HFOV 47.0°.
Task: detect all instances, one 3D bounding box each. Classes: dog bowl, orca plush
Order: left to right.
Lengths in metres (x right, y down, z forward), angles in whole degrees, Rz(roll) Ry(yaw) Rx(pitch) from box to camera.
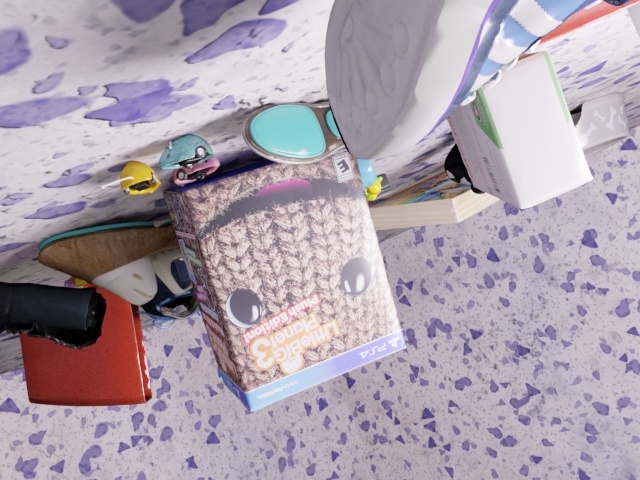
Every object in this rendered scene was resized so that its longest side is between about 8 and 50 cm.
[{"bbox_3d":[0.293,-0.170,1.371,0.102,0.151,0.287,18,180,-16],"label":"orca plush"},{"bbox_3d":[0.597,-0.243,1.831,0.349,0.102,0.349,-21,174,-2],"label":"dog bowl"}]

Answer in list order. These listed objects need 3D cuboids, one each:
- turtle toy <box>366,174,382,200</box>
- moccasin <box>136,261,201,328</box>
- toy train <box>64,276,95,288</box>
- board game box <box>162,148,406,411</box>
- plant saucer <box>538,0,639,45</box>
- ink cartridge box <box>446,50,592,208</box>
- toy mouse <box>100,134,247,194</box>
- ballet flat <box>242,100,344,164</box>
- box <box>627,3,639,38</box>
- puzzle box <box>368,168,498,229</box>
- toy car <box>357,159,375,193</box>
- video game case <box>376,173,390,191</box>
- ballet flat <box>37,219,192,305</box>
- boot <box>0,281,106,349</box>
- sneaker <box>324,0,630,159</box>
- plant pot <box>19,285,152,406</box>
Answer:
[{"bbox_3d":[0.052,-0.096,1.353,0.130,0.066,0.095,-20,175,-5],"label":"turtle toy"},{"bbox_3d":[-0.321,0.125,1.589,0.138,0.117,0.342,-28,170,-23],"label":"moccasin"},{"bbox_3d":[-0.371,0.047,1.269,0.166,0.046,0.125,-20,176,20],"label":"toy train"},{"bbox_3d":[-0.048,0.038,0.988,0.232,0.291,0.141,-20,-169,-19],"label":"board game box"},{"bbox_3d":[0.233,-0.248,0.681,0.259,0.048,0.258,-23,174,6],"label":"plant saucer"},{"bbox_3d":[0.223,-0.137,0.888,0.093,0.154,0.212,-24,-169,0],"label":"ink cartridge box"},{"bbox_3d":[-0.153,-0.090,0.824,0.143,0.031,0.161,-22,175,7],"label":"toy mouse"},{"bbox_3d":[-0.009,-0.123,0.850,0.213,0.072,0.068,-18,178,-37],"label":"ballet flat"},{"bbox_3d":[0.422,-0.274,0.849,0.087,0.101,0.102,-21,174,-2],"label":"box"},{"bbox_3d":[0.294,-0.111,1.641,0.272,0.052,0.409,-6,-166,44],"label":"puzzle box"},{"bbox_3d":[0.000,0.000,1.197,0.219,0.238,0.210,-20,174,-7],"label":"toy car"},{"bbox_3d":[-0.004,-0.062,1.642,0.275,0.035,0.248,-20,175,-15],"label":"video game case"},{"bbox_3d":[-0.249,0.027,1.115,0.116,0.124,0.342,-26,172,40],"label":"ballet flat"},{"bbox_3d":[-0.422,0.115,1.067,0.207,0.094,0.246,10,159,-14],"label":"boot"},{"bbox_3d":[0.150,-0.172,0.499,0.236,0.130,0.323,-12,158,-20],"label":"sneaker"},{"bbox_3d":[-0.512,0.241,1.610,0.236,0.267,0.267,-10,172,-12],"label":"plant pot"}]
